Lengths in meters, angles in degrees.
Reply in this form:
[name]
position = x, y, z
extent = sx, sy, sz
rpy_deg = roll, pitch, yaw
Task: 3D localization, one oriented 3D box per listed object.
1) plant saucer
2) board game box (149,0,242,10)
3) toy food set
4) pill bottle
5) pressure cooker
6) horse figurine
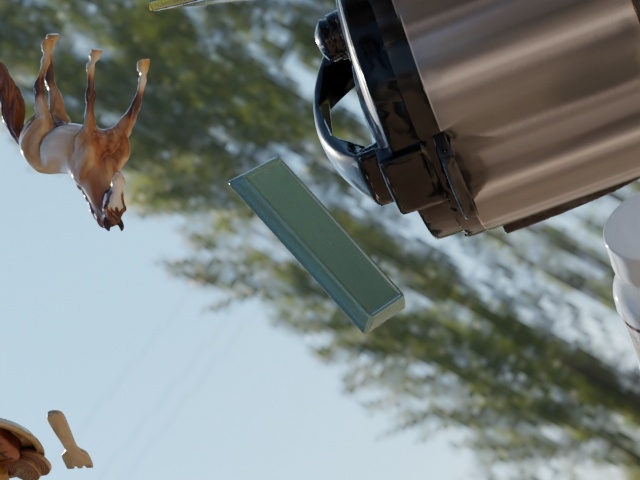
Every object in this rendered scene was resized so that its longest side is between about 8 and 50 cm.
[plant saucer]
position = 0.000, 0.000, 1.742
extent = 0.067, 0.192, 0.018
rpy_deg = -31, -15, -44
[board game box]
position = -0.020, -0.205, 1.372
extent = 0.170, 0.141, 0.048
rpy_deg = -11, -84, -37
[toy food set]
position = -0.329, 0.213, 1.836
extent = 0.132, 0.192, 0.038
rpy_deg = 75, -168, -55
[pill bottle]
position = 0.324, 0.065, 1.639
extent = 0.121, 0.121, 0.221
rpy_deg = -50, -49, -33
[pressure cooker]
position = 0.191, -0.204, 2.136
extent = 0.420, 0.375, 0.370
rpy_deg = -20, -8, 8
[horse figurine]
position = -0.263, -0.121, 1.978
extent = 0.066, 0.263, 0.174
rpy_deg = -2, -75, -44
